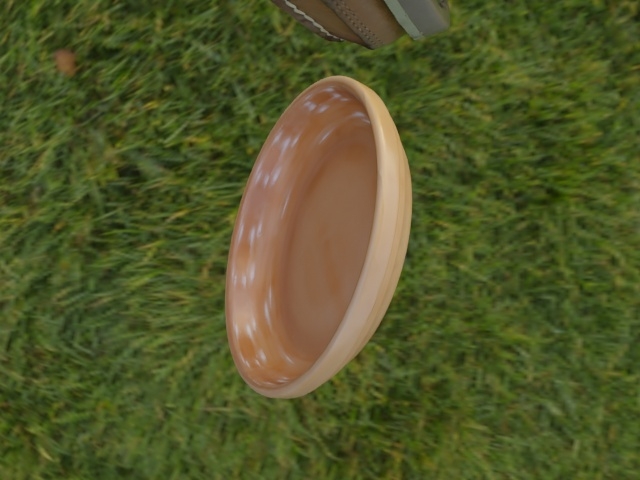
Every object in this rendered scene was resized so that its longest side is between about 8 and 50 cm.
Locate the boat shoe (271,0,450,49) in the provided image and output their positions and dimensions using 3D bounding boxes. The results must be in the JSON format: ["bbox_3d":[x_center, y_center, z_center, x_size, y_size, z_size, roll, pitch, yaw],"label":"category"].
[{"bbox_3d":[-0.059,-0.154,0.442,0.307,0.104,0.110,46,27,-48],"label":"boat shoe"}]

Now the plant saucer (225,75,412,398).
[{"bbox_3d":[0.000,0.000,0.893,0.037,0.200,0.199,14,84,-26],"label":"plant saucer"}]
